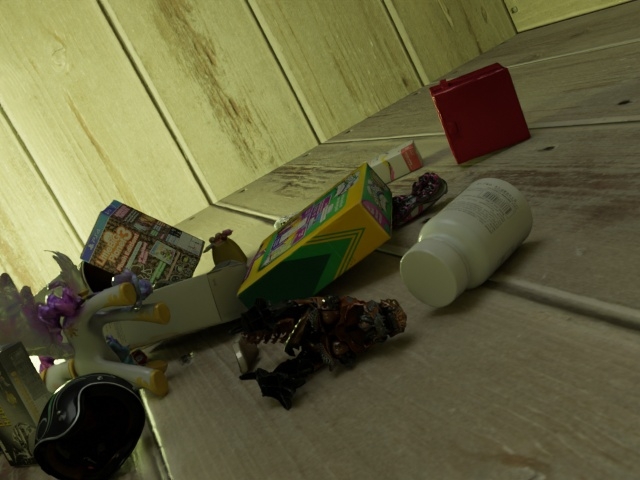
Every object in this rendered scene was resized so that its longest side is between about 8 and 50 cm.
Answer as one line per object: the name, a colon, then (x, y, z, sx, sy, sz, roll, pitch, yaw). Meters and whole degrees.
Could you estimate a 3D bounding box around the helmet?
helmet: (-0.371, 0.297, 1.391, 0.169, 0.169, 0.161, -20, 31, 31)

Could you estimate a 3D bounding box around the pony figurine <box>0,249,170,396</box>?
pony figurine: (-0.480, 0.181, 1.711, 0.363, 0.351, 0.303, -16, 5, 28)

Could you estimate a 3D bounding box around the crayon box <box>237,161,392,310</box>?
crayon box: (0.000, 0.000, 1.802, 0.313, 0.106, 0.363, -36, 11, 15)

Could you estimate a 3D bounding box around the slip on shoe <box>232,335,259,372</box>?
slip on shoe: (-0.131, 0.201, 1.543, 0.041, 0.051, 0.135, -16, 6, -3)

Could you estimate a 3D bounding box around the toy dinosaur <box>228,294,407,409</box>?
toy dinosaur: (-0.015, 0.155, 1.357, 0.218, 0.164, 0.322, -20, -15, -43)

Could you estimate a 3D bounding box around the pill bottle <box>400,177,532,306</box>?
pill bottle: (0.230, 0.004, 1.368, 0.131, 0.131, 0.229, -13, 19, 48)

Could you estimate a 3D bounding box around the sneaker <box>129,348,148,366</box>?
sneaker: (-0.415, 0.272, 1.855, 0.067, 0.042, 0.118, -28, 10, 13)

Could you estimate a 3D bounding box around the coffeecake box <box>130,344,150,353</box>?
coffeecake box: (-0.403, 0.191, 2.096, 0.142, 0.068, 0.185, -25, 13, 9)

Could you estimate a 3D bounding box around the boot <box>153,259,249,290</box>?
boot: (-0.277, 0.100, 2.059, 0.189, 0.076, 0.208, 19, 32, 6)

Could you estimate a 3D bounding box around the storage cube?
storage cube: (0.399, -0.326, 2.171, 0.193, 0.215, 0.184, -19, 13, 9)

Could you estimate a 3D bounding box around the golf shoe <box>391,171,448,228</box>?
golf shoe: (0.207, -0.076, 1.933, 0.186, 0.067, 0.086, -34, -31, 20)

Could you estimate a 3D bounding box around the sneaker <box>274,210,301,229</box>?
sneaker: (-0.092, -0.053, 2.488, 0.098, 0.038, 0.069, -26, 12, 8)

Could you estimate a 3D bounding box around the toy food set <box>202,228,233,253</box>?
toy food set: (-0.277, -0.006, 2.339, 0.078, 0.019, 0.122, -25, 13, 14)

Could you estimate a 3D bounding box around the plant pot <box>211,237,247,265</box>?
plant pot: (-0.257, 0.040, 2.359, 0.081, 0.083, 0.081, -27, 12, 4)

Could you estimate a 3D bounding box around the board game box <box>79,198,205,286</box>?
board game box: (-0.482, 0.025, 2.363, 0.141, 0.291, 0.232, -63, 8, 8)

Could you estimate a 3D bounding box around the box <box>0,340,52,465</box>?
box: (-0.567, 0.308, 1.597, 0.183, 0.231, 0.056, -15, 15, 43)

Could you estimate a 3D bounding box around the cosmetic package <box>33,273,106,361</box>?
cosmetic package: (-0.550, 0.195, 1.952, 0.127, 0.238, 0.107, -35, 6, 28)

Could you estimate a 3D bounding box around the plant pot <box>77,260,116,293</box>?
plant pot: (-0.650, 0.187, 2.389, 0.230, 0.215, 0.215, -38, 8, 20)

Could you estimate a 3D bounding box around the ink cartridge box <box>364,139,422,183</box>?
ink cartridge box: (0.189, -0.211, 2.463, 0.198, 0.067, 0.115, -25, 13, 13)

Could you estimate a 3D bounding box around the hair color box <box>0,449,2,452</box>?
hair color box: (-0.809, 0.432, 1.896, 0.338, 0.110, 0.185, -20, 16, 23)

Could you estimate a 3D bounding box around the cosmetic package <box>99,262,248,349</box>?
cosmetic package: (-0.309, 0.148, 1.859, 0.309, 0.113, 0.160, -17, -1, 28)
